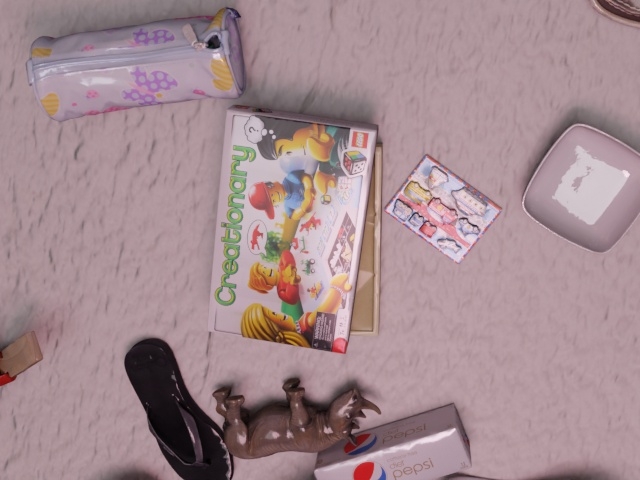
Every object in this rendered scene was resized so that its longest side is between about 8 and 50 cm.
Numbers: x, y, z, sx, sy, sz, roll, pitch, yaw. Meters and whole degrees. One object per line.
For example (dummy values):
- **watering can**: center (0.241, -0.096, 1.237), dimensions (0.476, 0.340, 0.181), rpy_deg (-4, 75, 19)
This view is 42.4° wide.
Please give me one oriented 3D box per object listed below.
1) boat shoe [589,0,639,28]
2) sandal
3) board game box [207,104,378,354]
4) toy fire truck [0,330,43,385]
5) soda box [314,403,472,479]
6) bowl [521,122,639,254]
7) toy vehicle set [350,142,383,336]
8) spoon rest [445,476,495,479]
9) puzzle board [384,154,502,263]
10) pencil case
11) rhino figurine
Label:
- **boat shoe**: center (0.483, -0.298, 0.957), dimensions (0.324, 0.097, 0.117), rpy_deg (4, 106, 6)
- **sandal**: center (-0.218, 0.269, 1.223), dimensions (0.097, 0.054, 0.255), rpy_deg (-27, 100, 13)
- **board game box**: center (-0.039, -0.012, 1.085), dimensions (0.192, 0.053, 0.305), rpy_deg (8, 106, 5)
- **toy fire truck**: center (-0.517, 0.143, 1.189), dimensions (0.246, 0.158, 0.217), rpy_deg (-21, 101, 0)
- **soda box**: center (0.103, 0.309, 1.183), dimensions (0.216, 0.074, 0.069), rpy_deg (-21, 103, 12)
- **bowl**: center (0.341, -0.069, 1.061), dimensions (0.142, 0.053, 0.142), rpy_deg (30, 107, -3)
- **toy vehicle set**: center (0.000, 0.000, 1.131), dimensions (0.165, 0.035, 0.267), rpy_deg (2, 105, 7)
- **spoon rest**: center (0.304, 0.395, 1.157), dimensions (0.276, 0.084, 0.137), rpy_deg (16, 108, 19)
- **puzzle board**: center (0.165, -0.040, 1.113), dimensions (0.128, 0.011, 0.096), rpy_deg (35, 107, -4)
- **pencil case**: center (-0.229, -0.222, 1.054), dimensions (0.273, 0.124, 0.114), rpy_deg (-6, 105, 10)
- **rhino figurine**: center (-0.033, 0.258, 1.188), dimensions (0.243, 0.073, 0.106), rpy_deg (-8, 100, 8)
